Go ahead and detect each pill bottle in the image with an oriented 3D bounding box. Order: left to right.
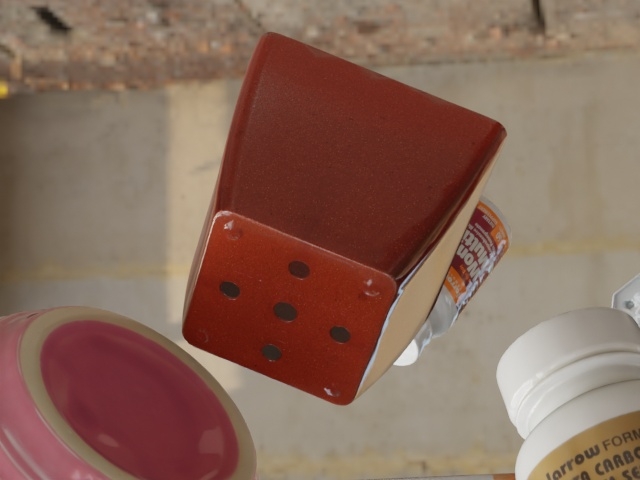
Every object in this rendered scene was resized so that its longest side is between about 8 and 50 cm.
[{"bbox_3d":[0.134,0.044,1.891,0.121,0.221,0.121,26,144,20],"label":"pill bottle"},{"bbox_3d":[0.195,0.160,0.960,0.131,0.229,0.131,-12,141,-9],"label":"pill bottle"}]

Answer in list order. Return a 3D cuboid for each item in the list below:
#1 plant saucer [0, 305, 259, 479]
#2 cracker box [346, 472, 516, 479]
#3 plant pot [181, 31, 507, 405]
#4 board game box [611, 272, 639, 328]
[{"bbox_3d":[-0.182,0.175,1.396,0.332,0.332,0.084,9,128,-49],"label":"plant saucer"},{"bbox_3d":[0.068,0.284,1.319,0.232,0.156,0.067,0,164,-11],"label":"cracker box"},{"bbox_3d":[0.000,0.000,1.516,0.267,0.236,0.267,22,129,3],"label":"plant pot"},{"bbox_3d":[0.582,0.096,1.643,0.390,0.390,0.050,-40,171,13],"label":"board game box"}]
